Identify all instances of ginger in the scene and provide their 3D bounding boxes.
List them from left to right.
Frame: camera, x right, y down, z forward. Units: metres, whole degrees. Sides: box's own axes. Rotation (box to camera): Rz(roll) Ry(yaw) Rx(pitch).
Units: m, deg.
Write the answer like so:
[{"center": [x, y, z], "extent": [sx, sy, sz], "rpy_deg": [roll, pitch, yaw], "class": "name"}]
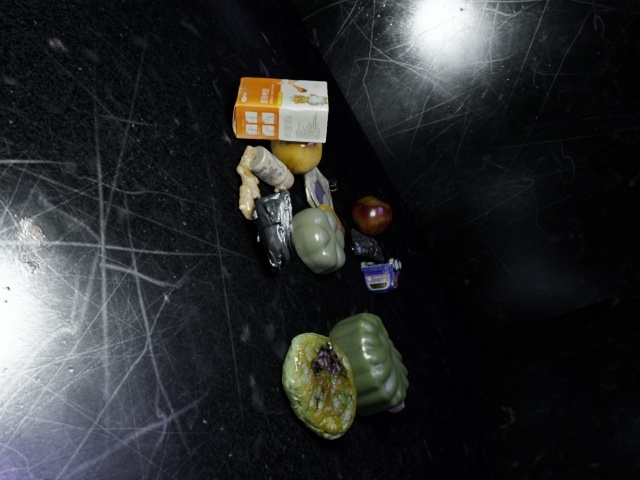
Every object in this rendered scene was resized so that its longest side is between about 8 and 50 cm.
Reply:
[{"center": [-0.241, -0.197, 1.557], "extent": [0.089, 0.075, 0.287], "rpy_deg": [18, 51, -32], "class": "ginger"}]

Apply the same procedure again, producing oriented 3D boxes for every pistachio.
[{"center": [0.030, -0.076, 1.972], "extent": [0.189, 0.100, 0.110], "rpy_deg": [54, 29, -27], "class": "pistachio"}]

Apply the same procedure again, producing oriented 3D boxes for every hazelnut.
[{"center": [0.266, -0.124, 2.422], "extent": [0.217, 0.217, 0.251], "rpy_deg": [63, 8, -4], "class": "hazelnut"}]

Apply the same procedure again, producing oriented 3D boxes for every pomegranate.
[{"center": [-0.097, -0.383, 1.872], "extent": [0.233, 0.233, 0.233], "rpy_deg": [47, 28, -35], "class": "pomegranate"}]

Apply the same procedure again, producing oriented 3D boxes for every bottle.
[{"center": [-0.182, -0.254, 1.715], "extent": [0.209, 0.097, 0.110], "rpy_deg": [34, 61, -51], "class": "bottle"}]

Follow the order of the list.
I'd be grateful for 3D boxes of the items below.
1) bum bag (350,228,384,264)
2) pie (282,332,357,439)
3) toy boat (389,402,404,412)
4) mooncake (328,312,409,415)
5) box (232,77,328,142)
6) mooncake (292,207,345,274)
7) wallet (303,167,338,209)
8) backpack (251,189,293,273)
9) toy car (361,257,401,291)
[{"center": [0.243, 0.034, 2.333], "extent": [0.340, 0.095, 0.143], "rpy_deg": [22, 56, -55], "class": "bum bag"}, {"center": [0.009, 0.421, 1.387], "extent": [0.323, 0.071, 0.323], "rpy_deg": [30, 48, -39], "class": "pie"}, {"center": [0.270, 0.596, 1.846], "extent": [0.227, 0.085, 0.155], "rpy_deg": [-91, 157, -66], "class": "toy boat"}, {"center": [0.176, 0.439, 1.649], "extent": [0.351, 0.187, 0.351], "rpy_deg": [48, 29, -38], "class": "mooncake"}, {"center": [-0.147, -0.493, 1.729], "extent": [0.143, 0.342, 0.224], "rpy_deg": [95, -4, -45], "class": "box"}, {"center": [0.000, 0.000, 1.796], "extent": [0.275, 0.135, 0.274], "rpy_deg": [45, 33, -41], "class": "mooncake"}, {"center": [0.000, -0.226, 2.111], "extent": [0.275, 0.068, 0.335], "rpy_deg": [44, 31, -44], "class": "wallet"}, {"center": [-0.144, -0.021, 1.491], "extent": [0.206, 0.133, 0.258], "rpy_deg": [84, -4, -76], "class": "backpack"}, {"center": [0.306, 0.175, 2.254], "extent": [0.235, 0.172, 0.157], "rpy_deg": [8, 76, -66], "class": "toy car"}]
